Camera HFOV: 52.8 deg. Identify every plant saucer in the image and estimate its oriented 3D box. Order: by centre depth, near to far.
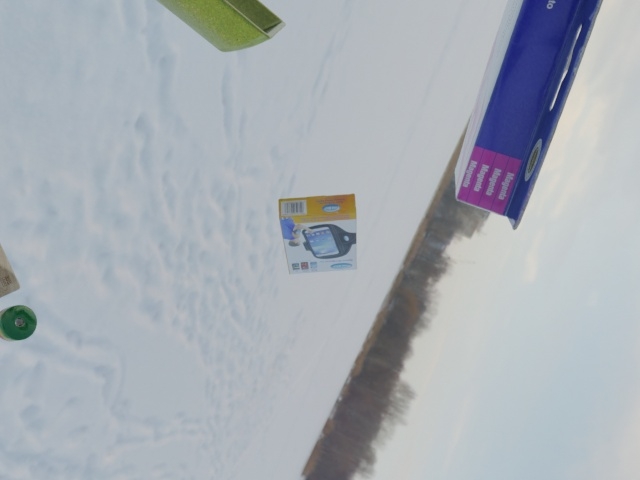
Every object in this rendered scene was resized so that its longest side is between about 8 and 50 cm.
[{"bbox_3d":[-0.128,-0.255,0.647,0.045,0.188,0.188,-48,-167,18],"label":"plant saucer"}]

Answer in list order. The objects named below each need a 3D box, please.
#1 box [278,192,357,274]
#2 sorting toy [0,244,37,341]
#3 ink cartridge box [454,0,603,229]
[{"bbox_3d":[0.000,0.000,0.720,0.136,0.081,0.028,84,2,-55],"label":"box"},{"bbox_3d":[-0.468,0.020,0.791,0.132,0.046,0.274,-33,106,-48],"label":"sorting toy"},{"bbox_3d":[0.230,-0.201,0.737,0.330,0.072,0.324,-46,153,-74],"label":"ink cartridge box"}]
